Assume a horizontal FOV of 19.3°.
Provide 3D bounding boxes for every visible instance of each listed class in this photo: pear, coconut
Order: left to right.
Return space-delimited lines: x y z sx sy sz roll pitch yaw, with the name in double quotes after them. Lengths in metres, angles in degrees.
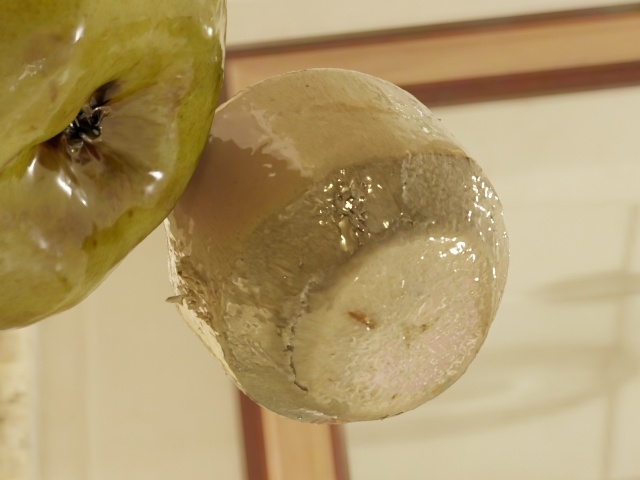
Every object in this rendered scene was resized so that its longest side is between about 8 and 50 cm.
-0.207 -0.109 1.049 0.304 0.304 0.303 174 -90 -88 "pear"
0.000 0.000 1.198 0.234 0.224 0.224 39 -37 45 "coconut"
